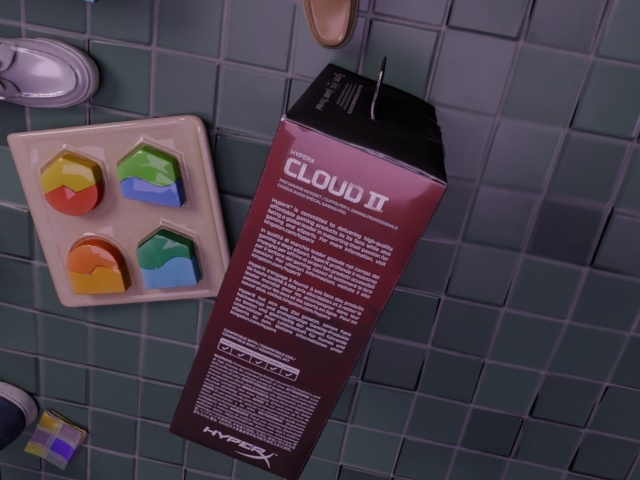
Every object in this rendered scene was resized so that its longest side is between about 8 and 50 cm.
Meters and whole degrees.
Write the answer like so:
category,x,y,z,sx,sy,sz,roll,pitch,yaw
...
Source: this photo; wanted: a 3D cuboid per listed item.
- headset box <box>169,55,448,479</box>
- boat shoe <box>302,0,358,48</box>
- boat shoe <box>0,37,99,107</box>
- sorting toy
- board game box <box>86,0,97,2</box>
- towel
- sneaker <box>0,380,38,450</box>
category,x,y,z,sx,sy,sz,roll,pitch,yaw
headset box,0.000,0.000,0.489,0.110,0.218,0.293,22,116,-2
boat shoe,0.005,-0.221,0.484,0.050,0.045,0.135,0,114,9
boat shoe,-0.297,-0.155,0.547,0.184,0.063,0.066,14,115,2
sorting toy,-0.198,-0.020,0.607,0.209,0.038,0.192,-3,114,10
board game box,-0.304,-0.343,0.416,0.336,0.079,0.253,12,115,-13
towel,-0.332,0.250,0.763,0.060,0.009,0.083,33,114,-8
sneaker,-0.468,0.208,0.682,0.226,0.163,0.086,15,117,3
